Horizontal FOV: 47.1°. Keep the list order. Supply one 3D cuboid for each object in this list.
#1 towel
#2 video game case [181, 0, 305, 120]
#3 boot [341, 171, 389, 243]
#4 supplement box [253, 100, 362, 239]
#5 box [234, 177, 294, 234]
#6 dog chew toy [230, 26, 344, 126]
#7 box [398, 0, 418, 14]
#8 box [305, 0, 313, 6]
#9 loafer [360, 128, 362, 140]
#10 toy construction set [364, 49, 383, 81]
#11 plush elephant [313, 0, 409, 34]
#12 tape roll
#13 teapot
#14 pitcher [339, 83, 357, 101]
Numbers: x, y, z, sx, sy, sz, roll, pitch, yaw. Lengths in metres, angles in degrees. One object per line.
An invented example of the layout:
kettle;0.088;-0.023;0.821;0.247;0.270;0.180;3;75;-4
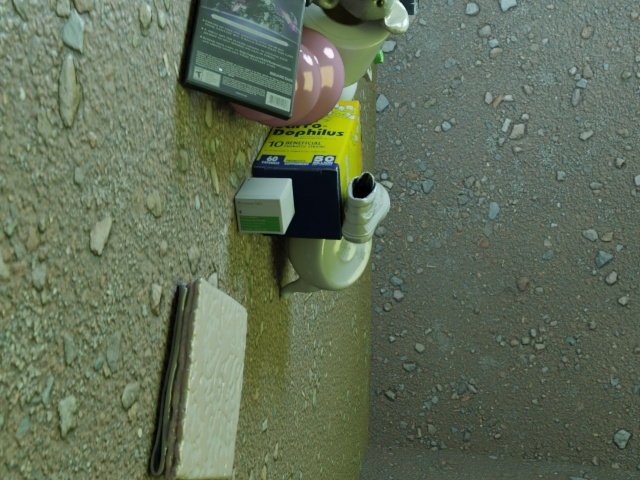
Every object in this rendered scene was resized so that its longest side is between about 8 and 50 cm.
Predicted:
towel;-0.202;0.257;1.311;0.317;0.054;0.331;58;36;-70
video game case;-0.124;-0.361;1.265;0.026;0.196;0.274;-22;-122;57
boot;0.112;-0.104;1.701;0.258;0.095;0.123;-67;165;-57
supplement box;-0.019;-0.181;1.783;0.356;0.194;0.195;-73;163;-54
box;-0.116;-0.074;1.544;0.102;0.101;0.087;-70;159;-58
dog chew toy;-0.079;-0.316;1.455;0.332;0.207;0.206;-44;136;-64
box;0.181;-1.054;2.334;0.471;0.298;0.479;76;19;-53
box;-0.090;-0.590;1.375;0.143;0.165;0.270;-71;162;-55
loafer;0.055;-0.251;2.034;0.267;0.096;0.084;105;4;-73
toy construction set;0.031;-0.468;1.854;0.308;0.238;0.257;-75;164;-47
plush elephant;0.112;-0.575;1.514;0.330;0.272;0.255;-177;-88;-73
tape roll;0.030;-0.494;1.682;0.169;0.246;0.246;129;-29;-63
teapot;0.000;0.000;1.907;0.256;0.187;0.252;-38;126;-38
pitcher;0.032;-0.441;2.231;0.178;0.126;0.207;-40;145;-55
